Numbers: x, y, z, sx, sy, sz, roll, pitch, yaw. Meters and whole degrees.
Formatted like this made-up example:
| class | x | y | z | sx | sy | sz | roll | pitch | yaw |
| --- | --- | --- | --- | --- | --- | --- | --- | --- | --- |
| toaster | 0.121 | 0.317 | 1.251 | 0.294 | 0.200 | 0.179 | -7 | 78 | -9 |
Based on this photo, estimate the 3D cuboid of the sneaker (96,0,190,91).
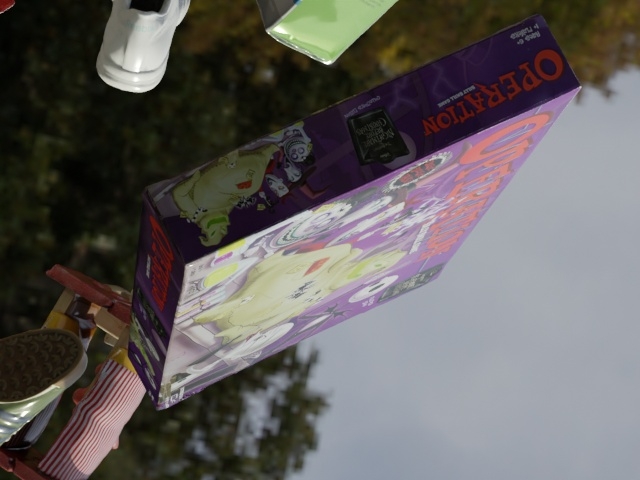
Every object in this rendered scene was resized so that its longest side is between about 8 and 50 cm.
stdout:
| class | x | y | z | sx | sy | sz | roll | pitch | yaw |
| --- | --- | --- | --- | --- | --- | --- | --- | --- | --- |
| sneaker | -0.145 | -0.225 | 1.520 | 0.212 | 0.080 | 0.094 | -92 | -165 | -46 |

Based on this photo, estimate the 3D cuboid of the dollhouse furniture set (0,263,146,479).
| class | x | y | z | sx | sy | sz | roll | pitch | yaw |
| --- | --- | --- | --- | --- | --- | --- | --- | --- | --- |
| dollhouse furniture set | -0.213 | 0.161 | 1.871 | 0.201 | 0.152 | 0.374 | -60 | 166 | 0 |

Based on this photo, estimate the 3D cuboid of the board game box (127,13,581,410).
| class | x | y | z | sx | sy | sz | roll | pitch | yaw |
| --- | --- | --- | --- | --- | --- | --- | --- | --- | --- |
| board game box | 0.000 | 0.000 | 0.952 | 0.056 | 0.208 | 0.347 | 58 | -14 | 10 |

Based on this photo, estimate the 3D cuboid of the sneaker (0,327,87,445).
| class | x | y | z | sx | sy | sz | roll | pitch | yaw |
| --- | --- | --- | --- | --- | --- | --- | --- | --- | --- |
| sneaker | -0.284 | 0.143 | 1.507 | 0.064 | 0.192 | 0.086 | 59 | -9 | 29 |

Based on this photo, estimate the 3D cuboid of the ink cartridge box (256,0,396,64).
| class | x | y | z | sx | sy | sz | roll | pitch | yaw |
| --- | --- | --- | --- | --- | --- | --- | --- | --- | --- |
| ink cartridge box | 0.041 | -0.224 | 1.127 | 0.209 | 0.062 | 0.109 | -41 | -133 | 26 |

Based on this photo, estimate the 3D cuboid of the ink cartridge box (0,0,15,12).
| class | x | y | z | sx | sy | sz | roll | pitch | yaw |
| --- | --- | --- | --- | --- | --- | --- | --- | --- | --- |
| ink cartridge box | -0.339 | -0.180 | 1.192 | 0.224 | 0.181 | 0.056 | -44 | 171 | -39 |
